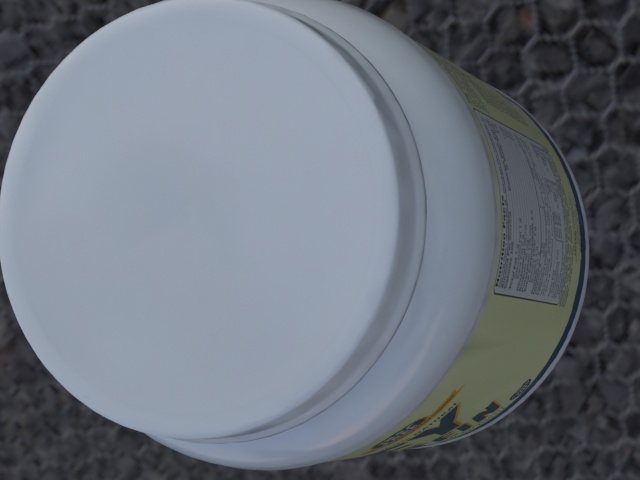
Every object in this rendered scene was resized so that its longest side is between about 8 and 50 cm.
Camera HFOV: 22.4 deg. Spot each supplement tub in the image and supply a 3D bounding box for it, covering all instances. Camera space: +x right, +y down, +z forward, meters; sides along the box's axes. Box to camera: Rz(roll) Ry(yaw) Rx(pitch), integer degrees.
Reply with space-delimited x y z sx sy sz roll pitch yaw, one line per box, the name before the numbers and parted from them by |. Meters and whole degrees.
supplement tub | 0.000 0.000 0.862 0.235 0.325 0.235 -2 85 22
